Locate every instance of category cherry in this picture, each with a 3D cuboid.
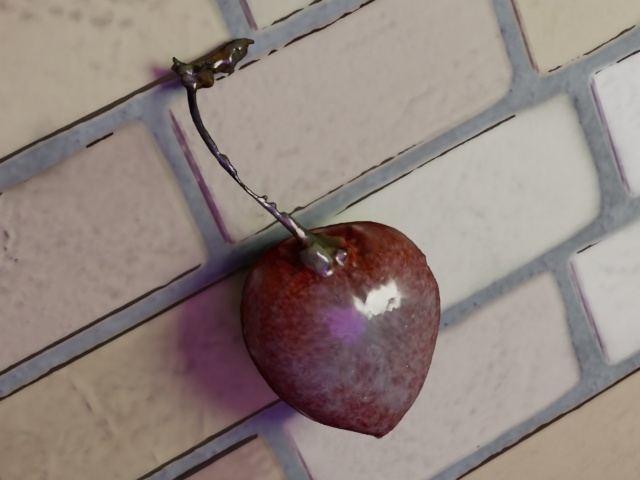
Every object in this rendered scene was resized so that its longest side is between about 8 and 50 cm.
[{"bbox_3d":[0.000,0.000,0.689,0.107,0.090,0.225,-17,105,-4],"label":"cherry"}]
